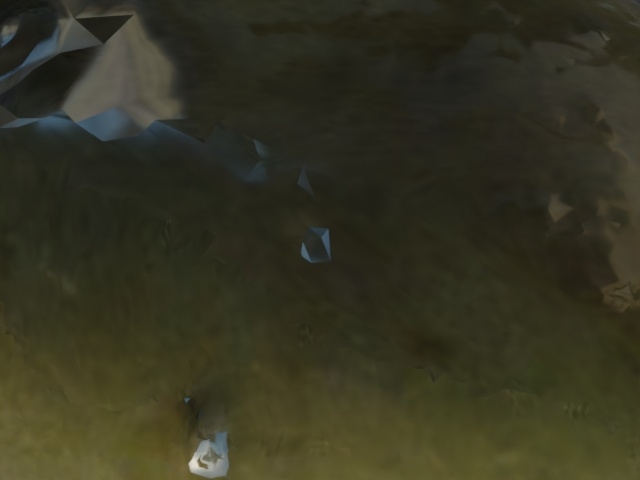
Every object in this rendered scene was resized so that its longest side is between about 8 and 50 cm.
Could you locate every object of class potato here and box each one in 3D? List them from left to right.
[{"bbox_3d":[-0.006,0.016,0.499,0.359,0.219,0.270,28,69,32],"label":"potato"}]
